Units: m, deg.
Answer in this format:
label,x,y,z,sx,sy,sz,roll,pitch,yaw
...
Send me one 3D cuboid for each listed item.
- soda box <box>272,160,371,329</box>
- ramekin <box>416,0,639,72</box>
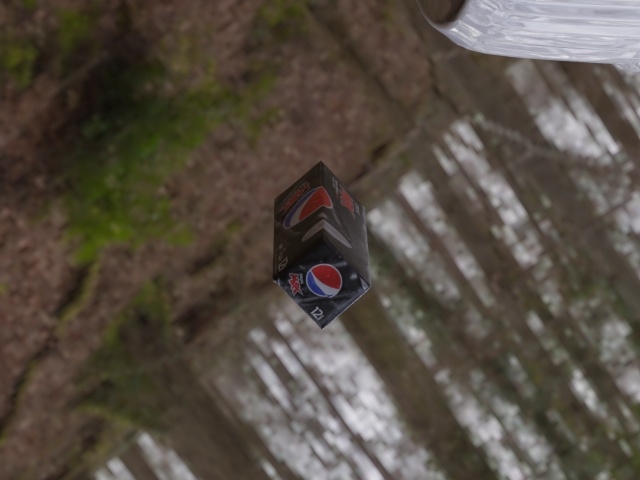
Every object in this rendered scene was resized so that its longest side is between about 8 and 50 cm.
label,x,y,z,sx,sy,sz,roll,pitch,yaw
soda box,0.000,0.000,1.447,0.053,0.060,0.169,-39,-162,14
ramekin,0.102,-0.175,0.807,0.109,0.207,0.207,-3,-163,-11
